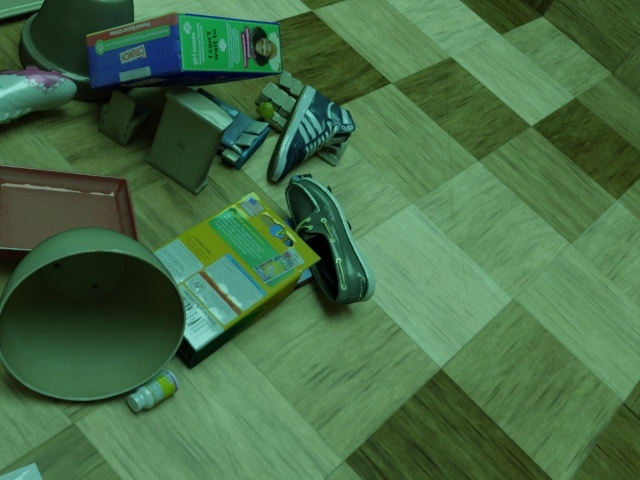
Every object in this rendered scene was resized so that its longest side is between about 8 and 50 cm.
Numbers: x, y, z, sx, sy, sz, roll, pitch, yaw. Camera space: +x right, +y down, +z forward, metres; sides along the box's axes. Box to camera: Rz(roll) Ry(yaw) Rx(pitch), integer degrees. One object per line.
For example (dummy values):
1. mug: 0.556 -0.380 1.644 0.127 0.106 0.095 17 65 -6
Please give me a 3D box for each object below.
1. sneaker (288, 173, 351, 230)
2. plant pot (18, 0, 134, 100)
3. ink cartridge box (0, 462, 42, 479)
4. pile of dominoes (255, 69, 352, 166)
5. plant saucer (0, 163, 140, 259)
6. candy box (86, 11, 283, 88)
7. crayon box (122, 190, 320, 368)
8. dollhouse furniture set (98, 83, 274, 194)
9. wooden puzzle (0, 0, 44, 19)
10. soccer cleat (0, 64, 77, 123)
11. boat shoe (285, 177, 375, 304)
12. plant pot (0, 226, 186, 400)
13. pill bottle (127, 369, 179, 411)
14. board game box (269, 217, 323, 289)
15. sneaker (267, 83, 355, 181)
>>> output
1. sneaker: 0.009 -0.085 1.783 0.078 0.067 0.188 -26 64 -35
2. plant pot: -0.504 -0.471 1.733 0.263 0.229 0.263 16 47 -17
3. ink cartridge box: -0.391 0.413 1.088 0.062 0.104 0.181 -15 61 -37
4. pile of dominoes: -0.040 -0.301 1.991 0.251 0.040 0.196 36 43 -7
5. plant saucer: -0.472 -0.040 1.459 0.259 0.047 0.258 5 35 -25
6. candy box: -0.279 -0.389 1.669 0.317 0.268 0.122 -18 105 -54
7. crayon box: -0.184 0.066 1.502 0.203 0.083 0.323 45 54 14
8. dollhouse furniture set: -0.261 -0.301 1.736 0.286 0.198 0.303 34 43 2
9. wooden puzzle: -0.736 -0.594 1.855 0.221 0.044 0.239 44 40 13
10. soccer cleat: -0.645 -0.262 1.568 0.331 0.116 0.143 -4 70 -29
11. boat shoe: 0.002 -0.003 1.637 0.091 0.109 0.305 -10 61 -41
12. plant pot: -0.376 0.088 1.295 0.284 0.284 0.191 5 29 -25
13. pill bottle: -0.281 0.253 1.336 0.043 0.043 0.083 47 46 15
14. board game box: -0.076 0.035 1.658 0.281 0.027 0.145 -26 69 -42
15. sneaker: -0.015 -0.229 1.859 0.153 0.099 0.282 27 56 -11
